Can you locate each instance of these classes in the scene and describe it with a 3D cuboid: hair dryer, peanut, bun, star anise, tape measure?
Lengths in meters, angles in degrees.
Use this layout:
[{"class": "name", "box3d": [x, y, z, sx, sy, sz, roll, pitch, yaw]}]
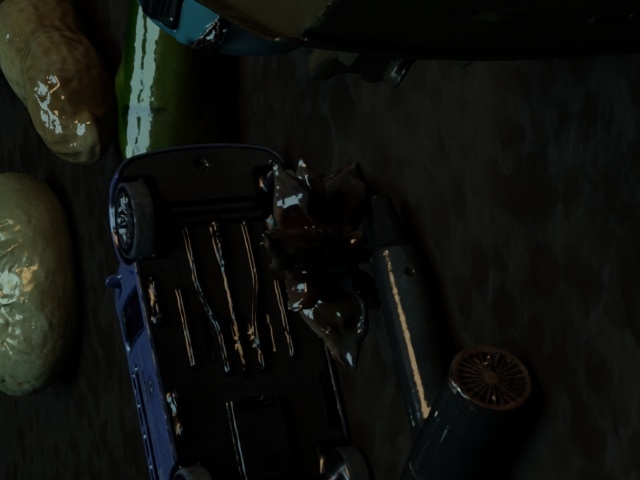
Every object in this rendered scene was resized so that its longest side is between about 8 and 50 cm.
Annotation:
[{"class": "hair dryer", "box3d": [0.050, 0.073, 1.049, 0.173, 0.050, 0.195, 110, 151, -43]}, {"class": "peanut", "box3d": [-0.235, -0.149, 1.633, 0.228, 0.085, 0.104, -126, 29, -49]}, {"class": "bun", "box3d": [-0.320, 0.045, 1.810, 0.222, 0.127, 0.222, 179, 90, -67]}, {"class": "star anise", "box3d": [0.004, -0.004, 1.099, 0.124, 0.056, 0.129, 56, -148, -30]}, {"class": "tape measure", "box3d": [-0.052, -0.171, 1.140, 0.146, 0.125, 0.081, -103, 24, -51]}]

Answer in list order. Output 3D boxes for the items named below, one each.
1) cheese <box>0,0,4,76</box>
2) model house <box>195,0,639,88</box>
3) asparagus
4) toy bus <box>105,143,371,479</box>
[{"class": "cheese", "box3d": [-0.381, -0.304, 1.901, 0.259, 0.128, 0.316, -142, 50, -58]}, {"class": "model house", "box3d": [0.049, -0.155, 0.796, 0.243, 0.211, 0.204, 140, 124, -63]}, {"class": "asparagus", "box3d": [-0.101, -0.193, 1.313, 0.085, 0.082, 0.343, -148, 58, -67]}, {"class": "toy bus", "box3d": [-0.064, 0.087, 1.213, 0.133, 0.125, 0.292, 132, 129, -60]}]
